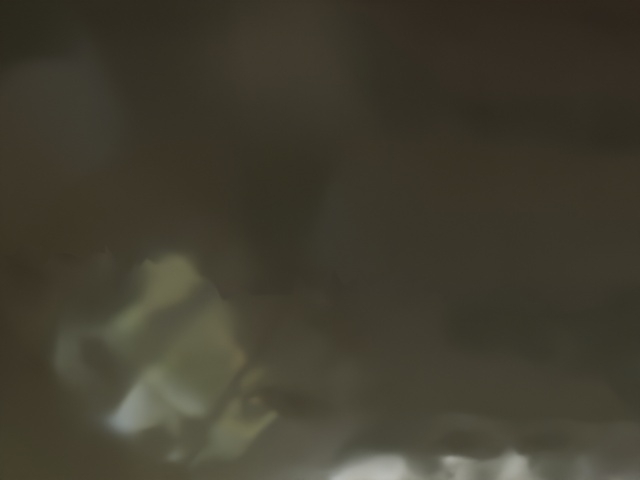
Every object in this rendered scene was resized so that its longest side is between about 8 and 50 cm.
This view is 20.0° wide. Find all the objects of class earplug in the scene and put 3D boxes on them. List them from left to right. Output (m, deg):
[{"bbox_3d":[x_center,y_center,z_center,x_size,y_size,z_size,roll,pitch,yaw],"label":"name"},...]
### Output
[{"bbox_3d":[0.000,0.000,0.622,0.394,0.313,0.312,3,-145,-35],"label":"earplug"}]
